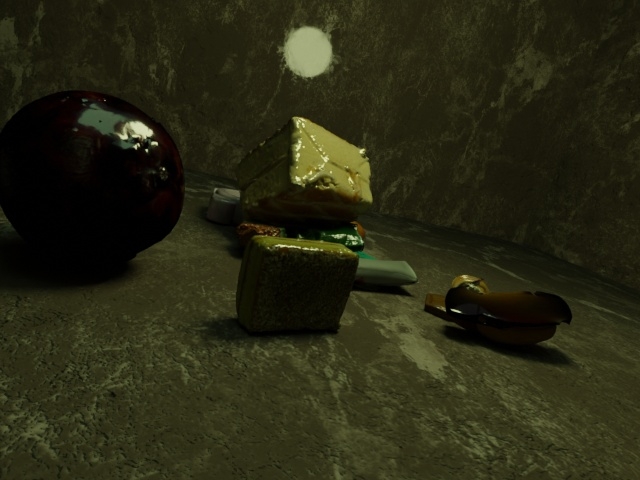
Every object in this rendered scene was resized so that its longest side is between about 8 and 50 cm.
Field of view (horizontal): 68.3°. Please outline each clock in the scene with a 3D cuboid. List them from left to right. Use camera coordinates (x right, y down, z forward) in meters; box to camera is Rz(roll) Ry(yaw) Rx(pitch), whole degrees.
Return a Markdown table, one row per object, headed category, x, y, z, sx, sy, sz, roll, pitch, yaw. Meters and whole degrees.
| category | x | y | z | sx | sy | sz | roll | pitch | yaw |
| --- | --- | --- | --- | --- | --- | --- | --- | --- | --- |
| clock | -0.288 | -0.122 | 1.909 | 0.323 | 0.113 | 0.295 | 13 | 11 | -12 |

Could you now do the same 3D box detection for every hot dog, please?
| category | x | y | z | sx | sy | sz | roll | pitch | yaw |
| --- | --- | --- | --- | --- | --- | --- | --- | --- | --- |
| hot dog | 0.473 | 0.201 | 1.235 | 0.326 | 0.107 | 0.194 | 10 | 28 | 5 |

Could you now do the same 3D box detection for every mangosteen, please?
| category | x | y | z | sx | sy | sz | roll | pitch | yaw |
| --- | --- | --- | --- | --- | --- | --- | --- | --- | --- |
| mangosteen | -0.500 | -0.107 | 1.035 | 0.381 | 0.421 | 0.380 | 29 | 40 | -28 |

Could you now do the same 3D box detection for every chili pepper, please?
| category | x | y | z | sx | sy | sz | roll | pitch | yaw |
| --- | --- | --- | --- | --- | --- | --- | --- | --- | --- |
| chili pepper | 0.000 | 0.000 | 1.582 | 0.271 | 0.099 | 0.136 | -2 | 48 | -11 |

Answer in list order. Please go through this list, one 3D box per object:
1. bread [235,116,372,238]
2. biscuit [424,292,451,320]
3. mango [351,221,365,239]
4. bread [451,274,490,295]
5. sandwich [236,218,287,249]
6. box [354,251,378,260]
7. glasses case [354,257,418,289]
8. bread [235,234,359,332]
| category | x | y | z | sx | sy | sz | roll | pitch | yaw |
| --- | --- | --- | --- | --- | --- | --- | --- | --- | --- |
| bread | -0.054 | -0.187 | 1.642 | 0.390 | 0.279 | 0.371 | 18 | -32 | -42 |
| biscuit | 0.409 | 0.201 | 1.359 | 0.215 | 0.034 | 0.182 | 16 | 12 | 12 |
| mango | 0.065 | -0.038 | 1.918 | 0.254 | 0.113 | 0.138 | 9 | 12 | -17 |
| bread | 0.489 | 0.160 | 1.549 | 0.119 | 0.084 | 0.177 | 17 | 7 | 10 |
| sandwich | -0.204 | -0.005 | 1.467 | 0.185 | 0.109 | 0.160 | 15 | 10 | 36 |
| box | 0.101 | 0.063 | 1.642 | 0.161 | 0.042 | 0.226 | 5 | 15 | -35 |
| glasses case | 0.150 | 0.101 | 1.424 | 0.308 | 0.083 | 0.128 | 8 | 18 | -28 |
| bread | -0.050 | 0.088 | 0.976 | 0.234 | 0.184 | 0.111 | 8 | 9 | -36 |
